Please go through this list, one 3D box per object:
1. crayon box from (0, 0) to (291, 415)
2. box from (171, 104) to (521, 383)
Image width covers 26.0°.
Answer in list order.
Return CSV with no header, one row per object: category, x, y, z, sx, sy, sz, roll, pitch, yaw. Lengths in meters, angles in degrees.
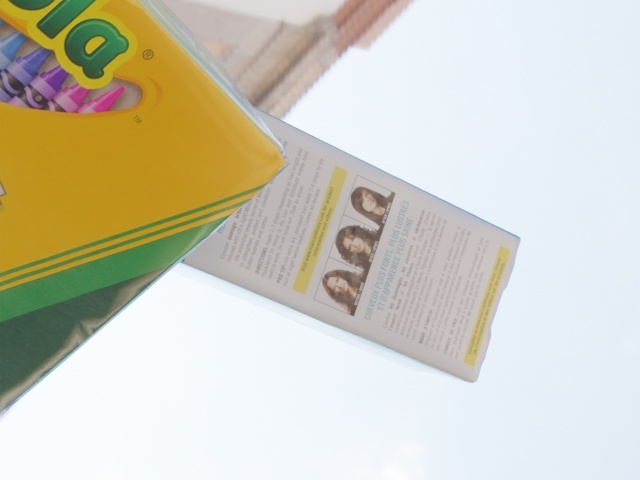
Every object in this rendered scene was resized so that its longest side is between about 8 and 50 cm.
crayon box,-0.157,-0.070,0.437,0.165,0.278,0.081,-41,-140,5
box,0.000,0.000,0.833,0.060,0.244,0.100,0,-112,61
